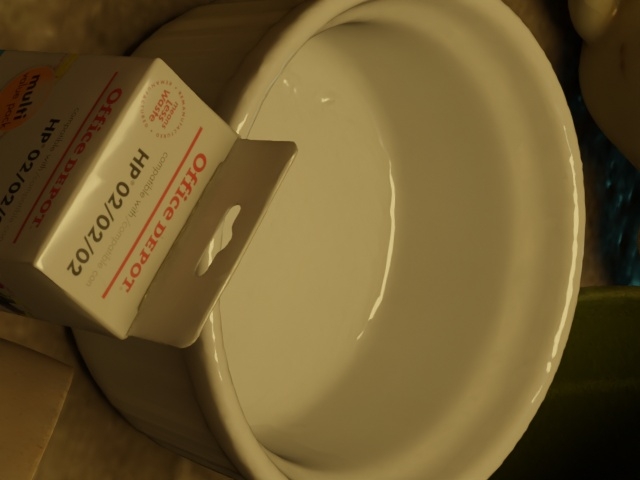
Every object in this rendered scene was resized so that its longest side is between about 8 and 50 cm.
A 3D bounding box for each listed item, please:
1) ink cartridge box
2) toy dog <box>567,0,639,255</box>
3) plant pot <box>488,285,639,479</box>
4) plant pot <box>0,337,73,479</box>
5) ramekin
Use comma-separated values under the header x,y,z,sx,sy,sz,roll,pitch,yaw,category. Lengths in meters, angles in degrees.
x,y,z,sx,sy,sz,roll,pitch,yaw,category
-0.108,-0.023,0.738,0.061,0.181,0.104,44,65,-40,ink cartridge box
0.391,-0.119,1.055,0.395,0.408,0.284,50,52,-27,toy dog
0.176,0.277,0.989,0.366,0.366,0.353,-51,139,-28,plant pot
-0.235,0.129,0.604,0.191,0.284,0.284,28,73,-9,plant pot
0.000,0.000,0.886,0.277,0.135,0.277,-9,102,-45,ramekin
